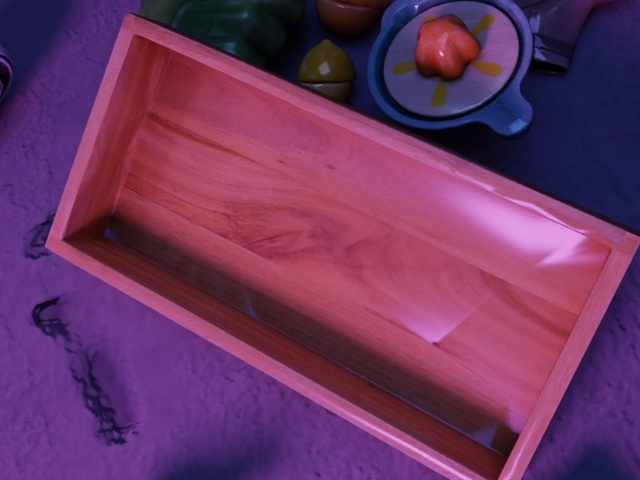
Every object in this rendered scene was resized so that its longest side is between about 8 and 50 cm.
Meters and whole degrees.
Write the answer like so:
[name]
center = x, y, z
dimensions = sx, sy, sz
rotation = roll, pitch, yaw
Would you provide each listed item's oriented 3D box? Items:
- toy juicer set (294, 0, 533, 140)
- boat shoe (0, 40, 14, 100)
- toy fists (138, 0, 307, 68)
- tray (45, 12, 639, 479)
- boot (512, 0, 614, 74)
[toy juicer set]
center = 0.070, -0.133, 0.703
dimensions = 0.209, 0.089, 0.329
rotation = -14, 62, 17
[boat shoe]
center = -0.377, -0.055, 0.756
dimensions = 0.301, 0.108, 0.102
rotation = -42, 68, -6
[toy fists]
center = -0.060, -0.264, 0.781
dimensions = 0.142, 0.096, 0.279
rotation = 1, 65, 41
[tray]
center = 0.000, 0.000, 0.650
dimensions = 0.411, 0.076, 0.203
rotation = 27, 103, 19
[boot]
center = 0.212, -0.188, 0.753
dimensions = 0.118, 0.042, 0.087
rotation = 2, 75, 11
